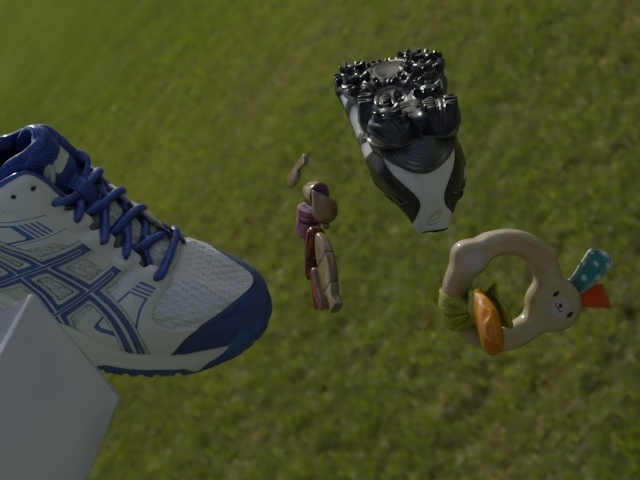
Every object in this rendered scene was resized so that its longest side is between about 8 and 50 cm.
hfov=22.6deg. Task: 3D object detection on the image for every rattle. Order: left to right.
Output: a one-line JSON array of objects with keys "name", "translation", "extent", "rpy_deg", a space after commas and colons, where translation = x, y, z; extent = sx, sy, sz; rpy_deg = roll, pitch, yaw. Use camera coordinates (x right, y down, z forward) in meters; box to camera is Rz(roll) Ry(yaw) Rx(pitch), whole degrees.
[{"name": "rattle", "translation": [0.227, 0.058, 1.564], "extent": [0.143, 0.199, 0.130], "rpy_deg": [172, 106, -70]}]

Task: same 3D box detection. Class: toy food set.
[{"name": "toy food set", "translation": [0.000, 0.000, 1.207], "extent": [0.078, 0.019, 0.122], "rpy_deg": [131, 131, -68]}]

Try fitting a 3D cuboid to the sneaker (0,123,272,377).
[{"name": "sneaker", "translation": [-0.169, -0.004, 1.048], "extent": [0.112, 0.296, 0.131], "rpy_deg": [-85, 12, -52]}]

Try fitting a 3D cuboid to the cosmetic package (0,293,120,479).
[{"name": "cosmetic package", "translation": [-0.281, 0.216, 0.825], "extent": [0.284, 0.097, 0.377], "rpy_deg": [-24, 26, 23]}]

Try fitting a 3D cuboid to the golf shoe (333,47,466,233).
[{"name": "golf shoe", "translation": [0.053, -0.067, 1.041], "extent": [0.077, 0.094, 0.198], "rpy_deg": [-10, 21, 4]}]
